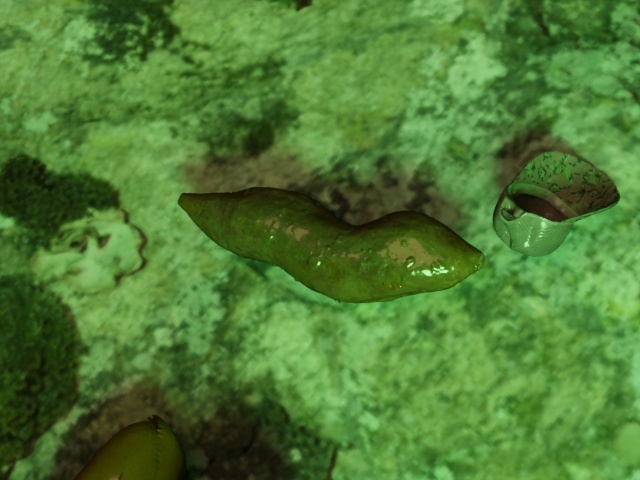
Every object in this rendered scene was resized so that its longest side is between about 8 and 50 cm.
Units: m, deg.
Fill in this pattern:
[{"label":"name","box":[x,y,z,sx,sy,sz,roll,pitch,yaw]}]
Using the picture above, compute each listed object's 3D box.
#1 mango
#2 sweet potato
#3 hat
[{"label":"mango","box":[-0.127,0.165,0.926,0.077,0.063,0.127,25,76,34]},{"label":"sweet potato","box":[-0.001,0.003,0.966,0.218,0.051,0.065,11,74,23]},{"label":"hat","box":[0.144,-0.018,0.940,0.087,0.042,0.058,-29,57,-36]}]
